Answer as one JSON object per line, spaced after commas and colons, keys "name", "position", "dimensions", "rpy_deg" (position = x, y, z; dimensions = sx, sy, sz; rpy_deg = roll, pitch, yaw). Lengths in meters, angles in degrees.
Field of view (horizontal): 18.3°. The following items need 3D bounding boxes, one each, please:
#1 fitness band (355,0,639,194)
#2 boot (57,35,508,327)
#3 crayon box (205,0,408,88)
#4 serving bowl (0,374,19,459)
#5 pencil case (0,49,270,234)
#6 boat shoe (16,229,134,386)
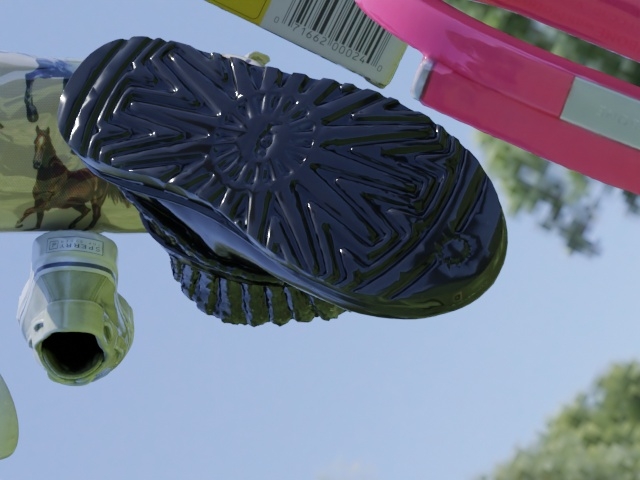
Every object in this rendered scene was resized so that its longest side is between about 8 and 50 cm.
{"name": "fitness band", "position": [0.155, -0.103, 1.139], "dimensions": [0.209, 0.291, 0.054], "rpy_deg": [-50, -17, -62]}
{"name": "boot", "position": [0.002, -0.004, 1.365], "dimensions": [0.131, 0.348, 0.260], "rpy_deg": [-54, -32, -14]}
{"name": "crayon box", "position": [0.032, -0.302, 1.505], "dimensions": [0.318, 0.202, 0.081], "rpy_deg": [-62, 8, 19]}
{"name": "serving bowl", "position": [-0.238, 0.114, 1.339], "dimensions": [0.027, 0.083, 0.083], "rpy_deg": [-23, -41, -39]}
{"name": "pencil case", "position": [-0.236, -0.095, 1.725], "dimensions": [0.160, 0.410, 0.183], "rpy_deg": [165, 105, -67]}
{"name": "boat shoe", "position": [-0.227, 0.082, 1.790], "dimensions": [0.302, 0.109, 0.094], "rpy_deg": [98, 177, -69]}
